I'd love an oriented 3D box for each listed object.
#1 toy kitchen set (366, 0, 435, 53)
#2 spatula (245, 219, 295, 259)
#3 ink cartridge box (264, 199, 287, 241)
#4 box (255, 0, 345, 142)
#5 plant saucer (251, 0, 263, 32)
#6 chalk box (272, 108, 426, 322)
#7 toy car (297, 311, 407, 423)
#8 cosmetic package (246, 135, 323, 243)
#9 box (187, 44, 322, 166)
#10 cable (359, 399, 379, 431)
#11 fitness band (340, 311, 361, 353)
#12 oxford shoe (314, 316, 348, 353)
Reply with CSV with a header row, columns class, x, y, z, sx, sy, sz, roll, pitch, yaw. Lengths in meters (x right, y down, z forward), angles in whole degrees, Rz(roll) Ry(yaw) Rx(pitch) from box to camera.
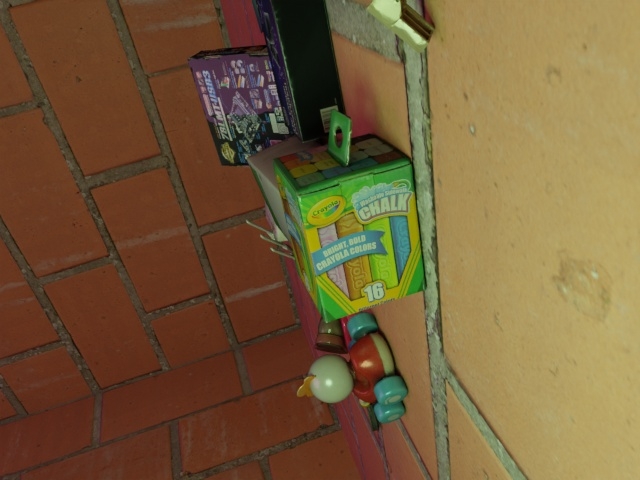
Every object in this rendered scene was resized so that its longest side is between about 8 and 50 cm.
class,x,y,z,sx,sy,sz,roll,pitch,yaw
toy kitchen set,0.105,-0.258,0.548,0.083,0.075,0.068,-40,21,47
spatula,-0.135,0.007,1.628,0.168,0.019,0.242,47,-172,23
ink cartridge box,-0.105,-0.164,1.649,0.207,0.117,0.283,-124,29,-62
box,-0.038,-0.346,1.057,0.184,0.103,0.262,-118,14,-64
plant saucer,-0.199,-0.732,1.624,0.067,0.018,0.192,178,74,-81
chalk box,0.038,-0.054,0.848,0.180,0.179,0.289,-124,19,-62
toy car,0.056,0.331,1.291,0.210,0.237,0.219,83,167,-51
cosmetic package,-0.021,-0.087,1.129,0.197,0.155,0.365,68,172,-24
box,-0.155,-0.321,1.323,0.073,0.293,0.296,-50,-43,-45
cable,0.134,0.486,1.660,0.287,0.072,0.140,82,173,-48
fitness band,0.080,0.227,1.594,0.209,0.054,0.291,-119,14,-45
oxford shoe,0.047,0.325,1.894,0.348,0.122,0.130,97,-179,-73
